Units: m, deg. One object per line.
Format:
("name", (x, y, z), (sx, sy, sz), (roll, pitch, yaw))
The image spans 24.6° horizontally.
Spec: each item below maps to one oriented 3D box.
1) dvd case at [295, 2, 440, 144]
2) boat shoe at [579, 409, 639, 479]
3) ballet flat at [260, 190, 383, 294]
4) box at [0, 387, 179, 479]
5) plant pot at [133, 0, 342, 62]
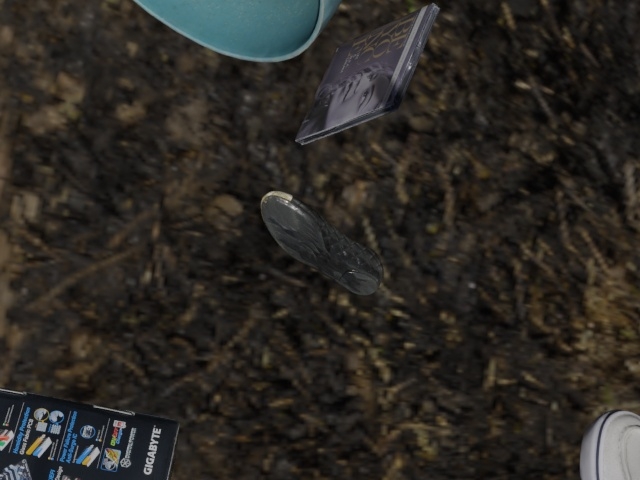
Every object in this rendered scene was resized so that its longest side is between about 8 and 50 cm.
("dvd case", (0.059, -0.218, 1.940), (0.221, 0.018, 0.164), (-14, 47, 55))
("boat shoe", (0.107, 0.093, 0.431), (0.035, 0.035, 0.100), (-49, 48, 52))
("ballet flat", (0.000, 0.000, 1.592), (0.057, 0.173, 0.049), (-35, 30, 29))
("box", (-0.200, 0.208, 0.988), (0.175, 0.051, 0.220), (10, 52, -2))
("plant pot", (-0.059, -0.309, 1.119), (0.290, 0.290, 0.195), (24, 62, 32))
